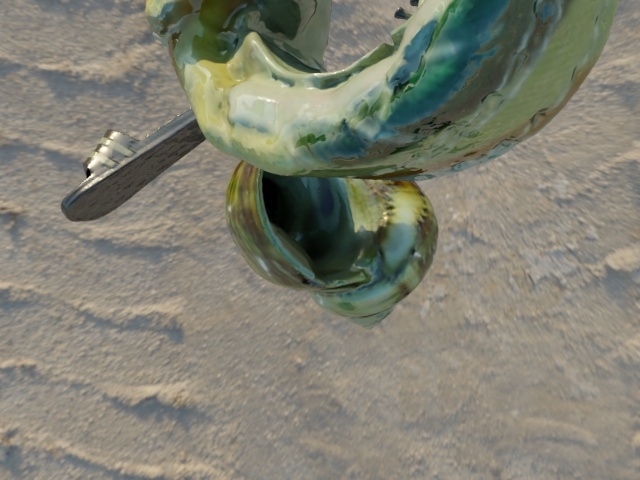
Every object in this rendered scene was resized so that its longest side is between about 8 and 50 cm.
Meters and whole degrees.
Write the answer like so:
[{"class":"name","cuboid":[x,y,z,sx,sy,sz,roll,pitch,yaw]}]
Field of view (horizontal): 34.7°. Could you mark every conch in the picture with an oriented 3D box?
[{"class":"conch","cuboid":[0.005,-0.005,0.826,0.181,0.187,0.124,48,132,-6]}]

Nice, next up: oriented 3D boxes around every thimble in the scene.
[{"class":"thimble","cuboid":[0.034,-0.164,0.635,0.288,0.167,0.254,-16,81,37]}]

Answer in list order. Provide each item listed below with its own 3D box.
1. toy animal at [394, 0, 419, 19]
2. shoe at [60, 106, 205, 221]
[{"class":"toy animal","cuboid":[0.198,-0.280,1.430,0.176,0.217,0.073,24,71,23]},{"class":"shoe","cuboid":[-0.177,-0.083,0.962,0.179,0.071,0.049,-39,75,-22]}]
